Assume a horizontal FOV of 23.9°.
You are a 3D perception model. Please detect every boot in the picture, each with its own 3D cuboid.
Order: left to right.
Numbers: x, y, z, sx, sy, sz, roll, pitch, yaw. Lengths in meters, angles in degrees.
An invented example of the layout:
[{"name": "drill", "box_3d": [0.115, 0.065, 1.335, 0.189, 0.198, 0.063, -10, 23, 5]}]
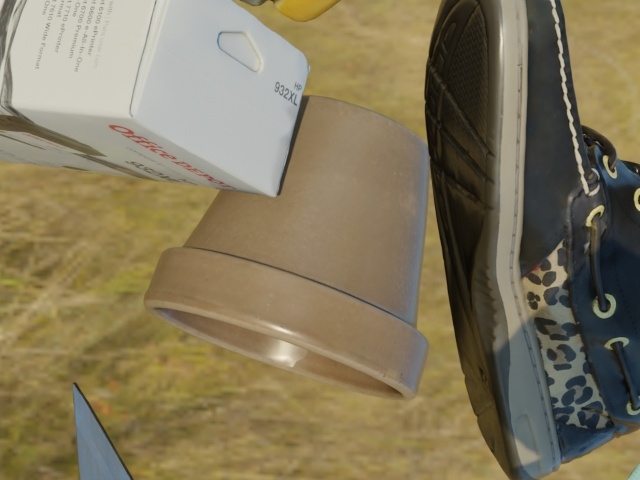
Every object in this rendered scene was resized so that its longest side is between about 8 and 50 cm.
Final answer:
[{"name": "boot", "box_3d": [0.226, -0.025, 0.993, 0.138, 0.284, 0.377, -117, -165, -61]}]

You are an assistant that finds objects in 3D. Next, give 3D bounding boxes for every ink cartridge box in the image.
[{"name": "ink cartridge box", "box_3d": [-0.200, -0.137, 1.254, 0.223, 0.308, 0.129, 28, 73, -58]}]

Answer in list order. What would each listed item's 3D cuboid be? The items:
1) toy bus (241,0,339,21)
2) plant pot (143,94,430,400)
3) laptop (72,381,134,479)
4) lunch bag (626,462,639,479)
[{"name": "toy bus", "box_3d": [-0.084, -0.231, 0.630, 0.333, 0.108, 0.130, 32, 31, -40]}, {"name": "plant pot", "box_3d": [0.000, 0.000, 1.380, 0.263, 0.263, 0.229, 41, 67, -62]}, {"name": "laptop", "box_3d": [-0.306, 0.443, 1.716, 0.408, 0.236, 0.381, -38, 136, -50]}, {"name": "lunch bag", "box_3d": [0.208, 0.177, 0.561, 0.160, 0.223, 0.262, -46, 154, -6]}]
